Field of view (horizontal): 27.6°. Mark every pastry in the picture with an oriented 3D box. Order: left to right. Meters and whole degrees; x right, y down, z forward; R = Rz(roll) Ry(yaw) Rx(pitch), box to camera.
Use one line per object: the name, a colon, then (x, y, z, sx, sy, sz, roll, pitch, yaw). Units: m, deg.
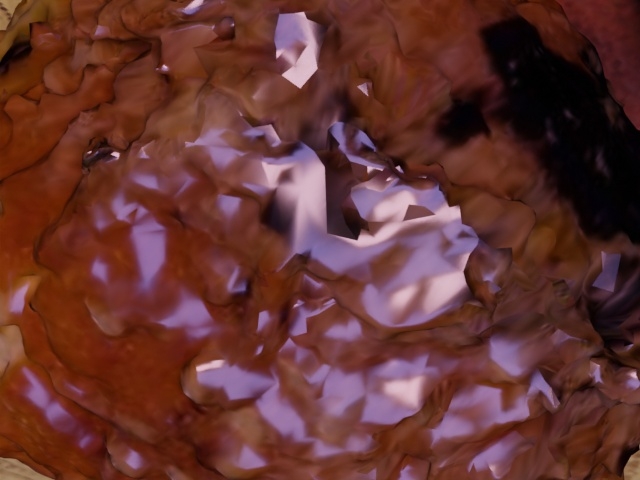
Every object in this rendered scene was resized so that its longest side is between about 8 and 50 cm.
pastry: (-0.006, -0.014, 0.648, 0.405, 0.292, 0.337, 20, 129, 3)
